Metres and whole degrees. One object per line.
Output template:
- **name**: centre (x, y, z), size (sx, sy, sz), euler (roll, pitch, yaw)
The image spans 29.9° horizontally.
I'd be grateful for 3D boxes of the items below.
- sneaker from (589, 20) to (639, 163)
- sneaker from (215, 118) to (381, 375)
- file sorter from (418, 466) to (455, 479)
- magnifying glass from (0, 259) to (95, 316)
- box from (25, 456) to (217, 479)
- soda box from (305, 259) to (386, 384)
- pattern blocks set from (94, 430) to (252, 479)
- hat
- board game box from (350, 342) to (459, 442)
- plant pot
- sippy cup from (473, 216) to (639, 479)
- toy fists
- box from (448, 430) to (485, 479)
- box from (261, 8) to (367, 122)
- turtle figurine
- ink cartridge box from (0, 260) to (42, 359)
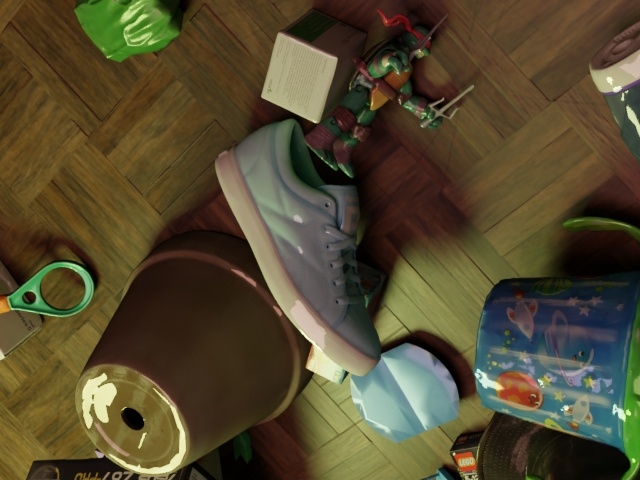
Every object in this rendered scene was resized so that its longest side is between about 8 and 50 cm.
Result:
- **sneaker**: centre (0.482, -0.172, 1.308), size (0.323, 0.130, 0.236), euler (-28, 111, 31)
- **sneaker**: centre (0.000, 0.000, 1.599), size (0.150, 0.135, 0.366), euler (-35, 82, 22)
- **file sorter**: centre (0.168, 0.453, 1.793), size (0.118, 0.104, 0.170), euler (44, 142, 52)
- **magnifying glass**: centre (-0.478, 0.093, 1.932), size (0.231, 0.026, 0.092), euler (-14, 103, -1)
- **box**: centre (-0.247, 0.476, 1.956), size (0.318, 0.097, 0.395), euler (-5, 143, 30)
- **soda box**: centre (0.036, 0.117, 1.731), size (0.063, 0.058, 0.183), euler (26, 126, 13)
- **pattern blocks set**: centre (-0.255, 0.360, 2.040), size (0.325, 0.026, 0.285), euler (0, 116, 27)
- **hat**: centre (0.369, 0.333, 1.573), size (0.331, 0.134, 0.331), euler (2, 110, 6)
- **board game box**: centre (0.126, 0.217, 1.759), size (0.169, 0.033, 0.133), euler (-29, 96, 31)
- **plant pot**: centre (-0.206, 0.188, 1.761), size (0.323, 0.280, 0.323), euler (13, 122, 22)
- **sippy cup**: centre (0.314, 0.140, 1.479), size (0.224, 0.305, 0.240), euler (7, 137, 21)
- **toy fists**: centre (-0.285, -0.378, 1.601), size (0.142, 0.096, 0.279), euler (-19, 108, 44)
- **box**: centre (0.320, 0.338, 1.715), size (0.233, 0.044, 0.159), euler (-18, 108, 34)
- **box**: centre (-0.008, -0.224, 1.535), size (0.087, 0.101, 0.102), euler (27, 126, 11)
- **turtle figurine**: centre (0.086, -0.188, 1.497), size (0.234, 0.175, 0.118), euler (-47, 53, 11)
- **ink cartridge box**: centre (-0.641, 0.135, 2.058), size (0.273, 0.115, 0.198), euler (-26, 102, 35)
